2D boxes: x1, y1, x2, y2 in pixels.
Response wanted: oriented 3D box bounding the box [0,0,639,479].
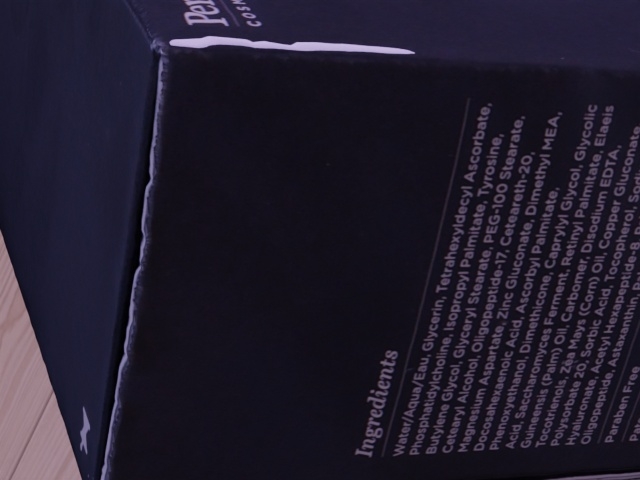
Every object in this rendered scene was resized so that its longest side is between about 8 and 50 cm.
[{"bbox_3d":[0.038,-0.077,0.983,0.480,0.472,0.297,-126,40,-54],"label":"box"}]
